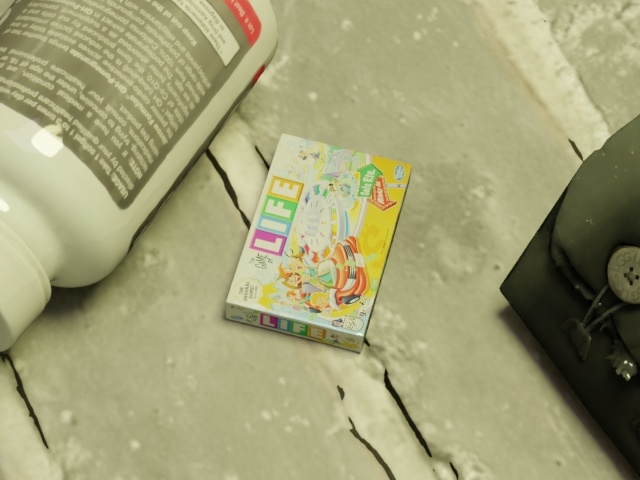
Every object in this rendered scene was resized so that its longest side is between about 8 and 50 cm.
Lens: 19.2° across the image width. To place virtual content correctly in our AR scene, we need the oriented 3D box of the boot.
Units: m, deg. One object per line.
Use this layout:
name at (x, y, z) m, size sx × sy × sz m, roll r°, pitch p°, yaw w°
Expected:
boot at (0.344, 0.081, 1.204) m, size 0.146 × 0.367 × 0.445 m, roll 3°, pitch 49°, yaw -46°

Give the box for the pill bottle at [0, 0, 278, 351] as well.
pill bottle at (-0.181, -0.080, 1.354) m, size 0.176 × 0.176 × 0.318 m, roll 28°, pitch 61°, yaw 13°

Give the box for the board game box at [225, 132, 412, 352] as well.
board game box at (0.000, 0.000, 1.404) m, size 0.103 × 0.026 × 0.154 m, roll 13°, pitch 59°, yaw 5°
